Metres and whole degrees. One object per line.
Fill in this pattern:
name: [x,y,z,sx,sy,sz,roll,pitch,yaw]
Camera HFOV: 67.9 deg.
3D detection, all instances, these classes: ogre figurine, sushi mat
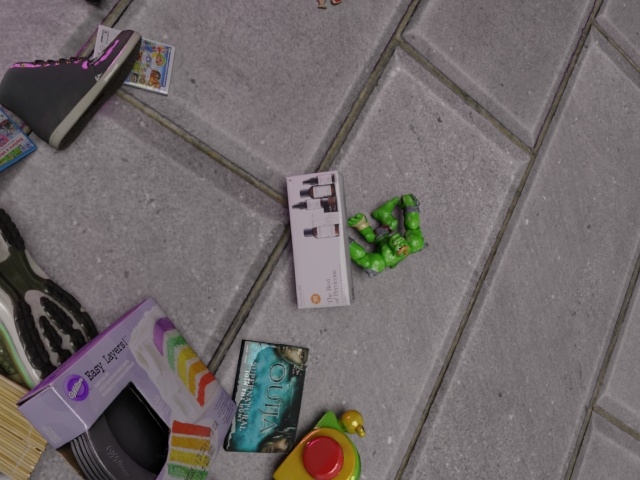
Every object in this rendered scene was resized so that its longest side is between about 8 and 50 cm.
ogre figurine: [0.126,-0.008,0.924,0.197,0.097,0.118,-22,77,-38]
sushi mat: [-0.489,0.187,0.608,0.316,0.019,0.152,33,108,-3]

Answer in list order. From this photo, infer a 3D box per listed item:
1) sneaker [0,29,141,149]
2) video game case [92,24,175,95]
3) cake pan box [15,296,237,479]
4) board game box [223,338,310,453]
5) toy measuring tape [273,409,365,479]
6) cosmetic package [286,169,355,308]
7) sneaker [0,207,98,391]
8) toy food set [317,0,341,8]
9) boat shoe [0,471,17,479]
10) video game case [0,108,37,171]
sneaker: [-0.378,-0.259,0.721,0.118,0.083,0.222,38,81,-15]
video game case: [-0.313,-0.301,0.799,0.121,0.011,0.087,9,82,-22]
cake pan box: [-0.244,0.237,0.665,0.070,0.267,0.246,-34,99,15]
board game box: [-0.093,0.277,0.843,0.126,0.026,0.187,12,82,-21]
toy measuring tape: [-0.027,0.432,0.807,0.330,0.121,0.121,-45,103,-20]
cosmetic package: [0.000,0.000,0.861,0.098,0.060,0.239,-6,88,15]
sneaker: [-0.466,0.118,0.665,0.181,0.158,0.411,-27,100,9]
toy food set: [0.019,-0.528,0.951,0.077,0.019,0.122,-13,91,-23]
boat shoe: [-0.416,0.450,0.659,0.088,0.096,0.268,2,86,-27]
video game case: [-0.500,-0.168,0.658,0.166,0.015,0.119,53,33,-23]
